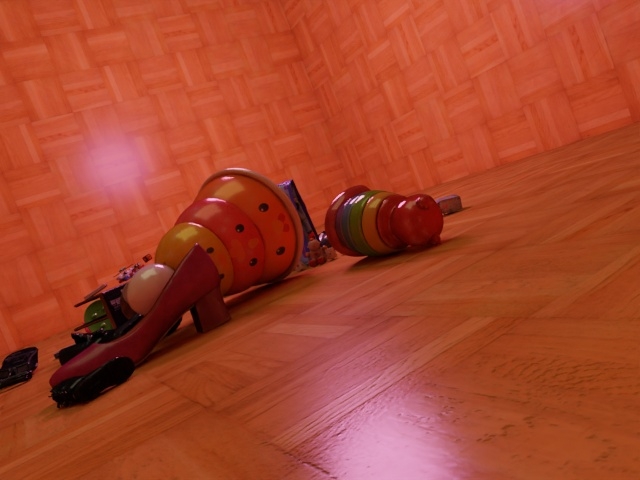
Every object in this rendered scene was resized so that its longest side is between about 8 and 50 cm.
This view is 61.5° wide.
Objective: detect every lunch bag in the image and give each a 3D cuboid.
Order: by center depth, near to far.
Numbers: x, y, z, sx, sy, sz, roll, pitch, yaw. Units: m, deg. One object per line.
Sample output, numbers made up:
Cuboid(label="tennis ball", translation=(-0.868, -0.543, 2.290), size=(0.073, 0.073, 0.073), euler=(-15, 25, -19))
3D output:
Cuboid(label="lunch bag", translation=(0.372, -0.104, 1.593), size=(0.083, 0.053, 0.071), euler=(-11, 7, 6))
Cuboid(label="lunch bag", translation=(-0.149, -0.043, 1.725), size=(0.221, 0.293, 0.138), euler=(-19, 5, 21))

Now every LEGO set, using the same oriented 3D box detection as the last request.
Cuboid(label="LEGO set", translation=(-0.669, 0.134, 1.808), size=(0.244, 0.060, 0.182), euler=(-38, 7, -20))

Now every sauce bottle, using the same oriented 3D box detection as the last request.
Cuboid(label="sauce bottle", translation=(-0.498, 0.173, 1.491), size=(0.111, 0.111, 0.344), euler=(-22, -9, -17))

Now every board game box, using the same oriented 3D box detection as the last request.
Cuboid(label="board game box", translation=(-0.825, 0.359, 1.785), size=(0.090, 0.020, 0.090), euler=(-22, 5, -11))

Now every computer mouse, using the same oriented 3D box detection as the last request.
Cuboid(label="computer mouse", translation=(-0.899, 0.388, 1.530), size=(0.184, 0.060, 0.262), euler=(-18, 14, -21))

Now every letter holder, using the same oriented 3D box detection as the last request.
Cuboid(label="letter holder", translation=(-0.671, 0.234, 1.750), size=(0.214, 0.152, 0.302), euler=(-22, 3, 16))

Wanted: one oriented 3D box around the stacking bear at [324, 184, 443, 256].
Cuboid(label="stacking bear", translation=(0.153, -0.041, 1.205), size=(0.164, 0.175, 0.289), euler=(-21, 11, -33))

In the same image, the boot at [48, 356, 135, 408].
Cuboid(label="boot", translation=(-0.397, 0.244, 0.932), size=(0.099, 0.045, 0.121), euler=(-18, 9, 37))

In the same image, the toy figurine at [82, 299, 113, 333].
Cuboid(label="toy figurine", translation=(-0.790, 0.281, 1.948), size=(0.159, 0.130, 0.173), euler=(-30, 13, 48))

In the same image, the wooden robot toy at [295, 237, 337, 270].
Cuboid(label="wooden robot toy", translation=(-0.007, 0.028, 1.573), size=(0.173, 0.079, 0.076), euler=(-21, 4, 11))

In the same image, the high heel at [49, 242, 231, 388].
Cuboid(label="high heel", translation=(-0.371, 0.148, 1.084), size=(0.377, 0.181, 0.127), euler=(-24, 5, -37))

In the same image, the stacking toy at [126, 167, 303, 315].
Cuboid(label="stacking toy", translation=(-0.289, 0.051, 1.350), size=(0.351, 0.350, 0.480), euler=(-18, 16, 35))

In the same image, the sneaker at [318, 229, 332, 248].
Cuboid(label="sneaker", translation=(0.000, 0.000, 1.917), size=(0.121, 0.079, 0.217), euler=(-19, 5, 7))

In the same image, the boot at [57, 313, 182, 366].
Cuboid(label="boot", translation=(-0.480, 0.221, 1.298), size=(0.207, 0.094, 0.246), euler=(-15, 12, 23))
